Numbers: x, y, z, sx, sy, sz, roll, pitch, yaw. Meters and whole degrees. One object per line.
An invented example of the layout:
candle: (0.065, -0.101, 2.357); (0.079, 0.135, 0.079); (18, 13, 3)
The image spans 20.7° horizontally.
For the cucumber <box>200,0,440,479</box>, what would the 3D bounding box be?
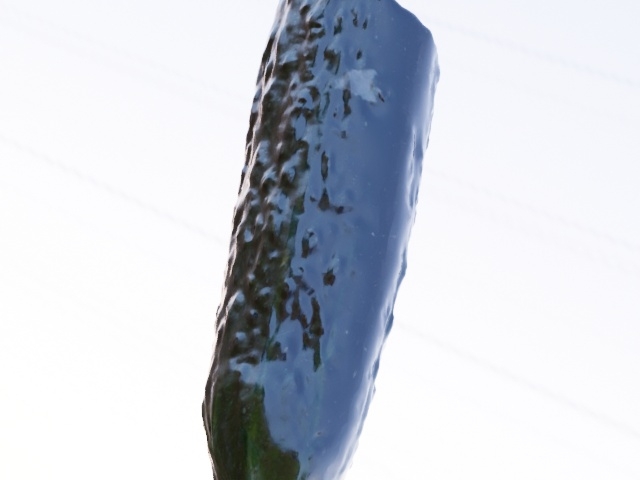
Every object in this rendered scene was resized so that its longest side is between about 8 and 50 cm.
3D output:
cucumber: (0.000, 0.000, 0.683); (0.074, 0.241, 0.074); (9, -24, 4)
